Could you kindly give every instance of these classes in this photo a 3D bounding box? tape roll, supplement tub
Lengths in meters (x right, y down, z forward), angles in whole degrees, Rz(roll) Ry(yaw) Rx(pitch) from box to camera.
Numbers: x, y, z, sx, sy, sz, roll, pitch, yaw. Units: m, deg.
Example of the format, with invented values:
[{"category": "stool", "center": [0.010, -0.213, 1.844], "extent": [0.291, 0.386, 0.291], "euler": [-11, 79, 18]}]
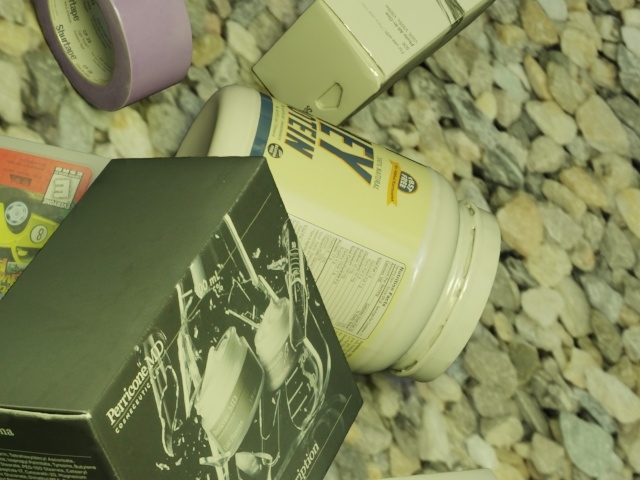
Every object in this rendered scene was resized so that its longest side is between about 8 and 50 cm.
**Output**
[{"category": "tape roll", "center": [-0.221, -0.237, 1.816], "extent": [0.080, 0.189, 0.189], "euler": [-27, 84, -30]}, {"category": "supplement tub", "center": [0.000, 0.000, 1.801], "extent": [0.324, 0.235, 0.235], "euler": [23, 64, -15]}]

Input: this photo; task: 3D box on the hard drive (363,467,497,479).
[{"category": "hard drive", "center": [0.119, 0.342, 1.741], "extent": [0.318, 0.040, 0.210], "euler": [8, 64, -59]}]

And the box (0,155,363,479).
[{"category": "box", "center": [-0.141, 0.147, 1.543], "extent": [0.343, 0.179, 0.312], "euler": [-59, 138, -42]}]

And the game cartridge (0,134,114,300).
[{"category": "game cartridge", "center": [-0.309, -0.006, 1.702], "extent": [0.294, 0.060, 0.196], "euler": [12, 68, 11]}]

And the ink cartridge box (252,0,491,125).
[{"category": "ink cartridge box", "center": [0.089, -0.260, 1.946], "extent": [0.289, 0.211, 0.121], "euler": [-40, 91, -30]}]
